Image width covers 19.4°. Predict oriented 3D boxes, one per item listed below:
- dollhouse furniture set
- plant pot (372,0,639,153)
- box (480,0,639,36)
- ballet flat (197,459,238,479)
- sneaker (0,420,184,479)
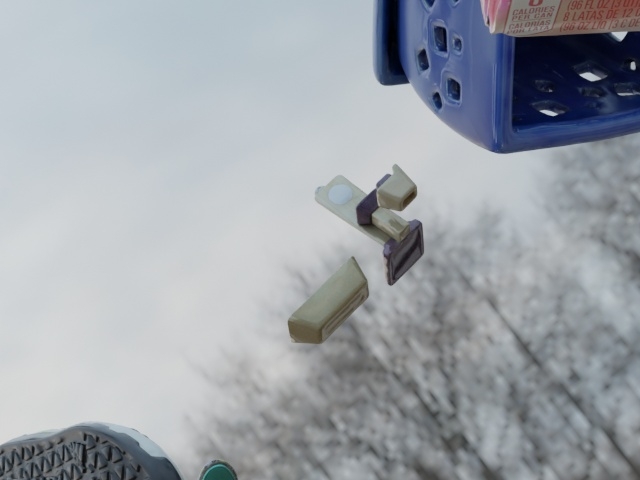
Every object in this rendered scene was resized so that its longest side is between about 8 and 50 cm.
[{"bbox_3d":[0.000,0.000,1.235,0.114,0.081,0.091,-44,-26,-20],"label":"dollhouse furniture set"},{"bbox_3d":[0.169,-0.217,1.495,0.236,0.212,0.236,-12,-66,-32],"label":"plant pot"},{"bbox_3d":[0.199,-0.173,0.634,0.300,0.154,0.142,-3,-30,-6],"label":"box"},{"bbox_3d":[-0.092,0.235,1.704,0.041,0.041,0.114,-31,-50,-25],"label":"ballet flat"},{"bbox_3d":[-0.131,0.153,1.219,0.097,0.084,0.235,-3,2,-34],"label":"sneaker"}]
